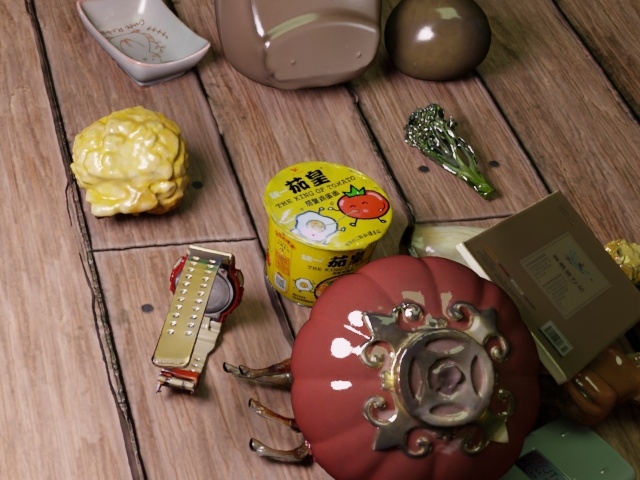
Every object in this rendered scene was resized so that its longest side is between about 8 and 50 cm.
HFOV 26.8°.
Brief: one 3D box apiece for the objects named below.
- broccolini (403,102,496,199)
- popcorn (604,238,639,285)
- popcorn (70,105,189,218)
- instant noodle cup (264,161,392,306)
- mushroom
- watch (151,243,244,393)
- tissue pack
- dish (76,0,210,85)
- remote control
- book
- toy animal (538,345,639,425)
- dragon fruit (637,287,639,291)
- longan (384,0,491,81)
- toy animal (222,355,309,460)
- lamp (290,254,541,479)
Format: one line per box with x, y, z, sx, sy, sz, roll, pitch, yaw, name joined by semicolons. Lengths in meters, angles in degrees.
0.209;-0.134;2.181;0.091;0.068;0.203;-25;68;-18;broccolini
0.458;0.037;2.027;0.082;0.057;0.083;33;42;14;popcorn
-0.278;-0.110;1.965;0.180;0.170;0.180;17;25;-8;popcorn
0.000;0.000;1.904;0.182;0.144;0.182;7;42;-6;instant noodle cup
0.267;0.027;1.981;0.312;0.081;0.100;7;48;-7;mushroom
-0.168;0.116;1.719;0.102;0.165;0.268;12;39;2;watch
-0.043;-0.460;2.226;0.267;0.387;0.277;-9;28;-21;tissue pack
-0.301;-0.337;2.261;0.151;0.077;0.212;-21;50;-33;dish
0.252;0.323;1.665;0.296;0.056;0.140;-24;48;-32;remote control
0.317;0.053;1.779;0.217;0.021;0.310;53;35;10;book
0.376;0.184;1.782;0.157;0.097;0.312;38;29;29;toy animal
0.572;0.096;1.916;0.218;0.224;0.148;-19;85;-6;dragon fruit
0.206;-0.357;2.337;0.189;0.189;0.189;6;42;-6;longan
0.008;0.179;1.771;0.260;0.087;0.243;-3;59;-23;toy animal
0.112;0.165;1.596;0.303;0.257;0.303;2;82;-12;lamp
